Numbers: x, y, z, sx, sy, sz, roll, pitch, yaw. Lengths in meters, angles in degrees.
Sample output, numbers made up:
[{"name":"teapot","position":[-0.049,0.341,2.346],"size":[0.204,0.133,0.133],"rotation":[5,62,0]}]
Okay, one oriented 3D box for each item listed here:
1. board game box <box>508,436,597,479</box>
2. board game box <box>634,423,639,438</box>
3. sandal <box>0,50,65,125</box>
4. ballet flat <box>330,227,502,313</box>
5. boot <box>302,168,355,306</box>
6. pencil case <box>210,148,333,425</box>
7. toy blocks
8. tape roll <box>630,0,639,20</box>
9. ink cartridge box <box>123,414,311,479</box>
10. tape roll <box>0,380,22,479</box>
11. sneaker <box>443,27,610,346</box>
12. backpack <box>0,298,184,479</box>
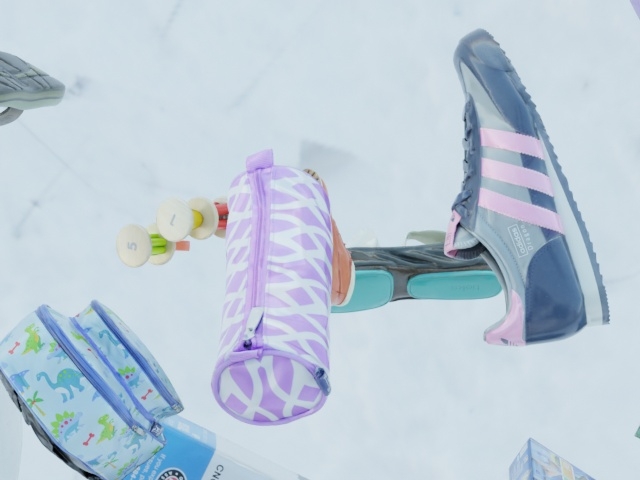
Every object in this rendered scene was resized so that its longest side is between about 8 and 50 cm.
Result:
[{"name":"board game box","position":[0.212,0.229,1.177],"size":[0.136,0.201,0.035],"rotation":[33,101,2]},{"name":"board game box","position":[0.403,0.099,1.494],"size":[0.030,0.136,0.260],"rotation":[24,93,-20]},{"name":"sandal","position":[-0.407,-0.172,1.807],"size":[0.120,0.303,0.086],"rotation":[38,105,18]},{"name":"ballet flat","position":[0.094,0.035,1.912],"size":[0.280,0.095,0.096],"rotation":[-2,50,-8]},{"name":"boot","position":[0.000,0.000,1.707],"size":[0.059,0.084,0.158],"rotation":[-12,75,37]},{"name":"pencil case","position":[-0.035,0.036,1.084],"size":[0.086,0.088,0.206],"rotation":[-21,40,19]},{"name":"toy blocks","position":[-0.159,-0.011,1.840],"size":[0.123,0.148,0.054],"rotation":[-30,76,29]},{"name":"tape roll","position":[0.244,-0.160,0.797],"size":[0.090,0.275,0.275],"rotation":[-28,80,-6]},{"name":"ink cartridge box","position":[-0.096,0.415,1.840],"size":[0.394,0.166,0.286],"rotation":[26,87,-4]},{"name":"tape roll","position":[-0.401,0.182,1.316],"size":[0.100,0.286,0.286],"rotation":[3,78,44]},{"name":"sneaker","position":[0.166,-0.050,1.458],"size":[0.131,0.112,0.319],"rotation":[-20,73,2]},{"name":"backpack","position":[-0.144,0.087,0.936],"size":[0.084,0.114,0.105],"rotation":[-42,68,-3]}]
